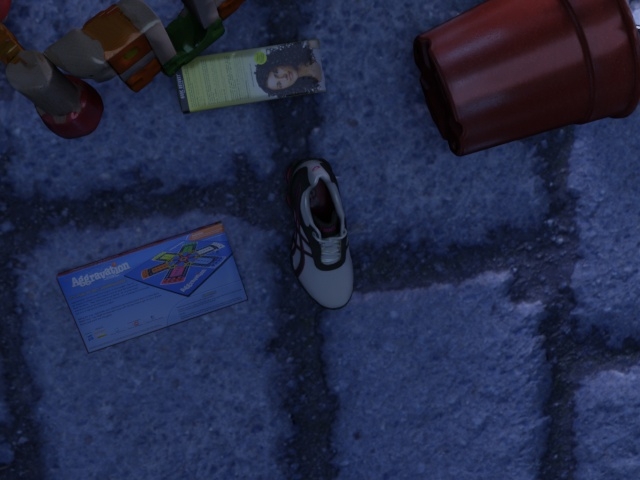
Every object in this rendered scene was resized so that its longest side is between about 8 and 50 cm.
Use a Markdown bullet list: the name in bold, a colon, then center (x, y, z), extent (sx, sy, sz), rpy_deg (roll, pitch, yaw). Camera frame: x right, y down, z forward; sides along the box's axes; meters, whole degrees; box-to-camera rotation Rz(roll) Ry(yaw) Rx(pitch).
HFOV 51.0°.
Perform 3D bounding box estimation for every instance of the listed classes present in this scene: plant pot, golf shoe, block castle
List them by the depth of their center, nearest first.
- **block castle**: center (-0.269, -0.382, 0.918), extent (0.453, 0.213, 0.303), rpy_deg (-40, 85, -5)
- **plant pot**: center (0.302, -0.269, 1.047), extent (0.265, 0.272, 0.272), rpy_deg (-22, 106, 4)
- **golf shoe**: center (0.000, 0.000, 1.115), extent (0.105, 0.120, 0.272), rpy_deg (-15, 106, -8)

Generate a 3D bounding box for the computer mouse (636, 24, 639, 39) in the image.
- **computer mouse**: center (0.584, -0.297, 1.176), extent (0.272, 0.072, 0.188), rpy_deg (10, 100, -12)

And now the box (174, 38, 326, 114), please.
- **box**: center (-0.113, -0.260, 1.064), extent (0.232, 0.058, 0.087), rpy_deg (-12, 104, -7)

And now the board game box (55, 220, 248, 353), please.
- **board game box**: center (-0.278, 0.078, 1.128), extent (0.281, 0.027, 0.145), rpy_deg (-18, 107, -6)
